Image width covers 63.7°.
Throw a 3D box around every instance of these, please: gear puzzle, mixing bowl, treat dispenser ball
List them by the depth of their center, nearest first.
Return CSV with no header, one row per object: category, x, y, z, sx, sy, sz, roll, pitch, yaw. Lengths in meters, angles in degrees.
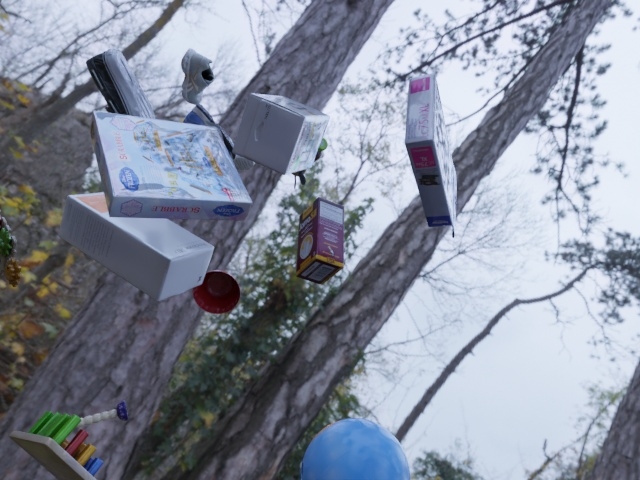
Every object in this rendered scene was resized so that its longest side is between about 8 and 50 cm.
treat dispenser ball,0.091,0.619,1.359,0.288,0.288,0.288,27,-30,17
gear puzzle,-0.999,0.013,1.575,0.339,0.044,0.175,51,-61,20
mixing bowl,-0.398,0.186,2.010,0.181,0.181,0.098,44,11,-14

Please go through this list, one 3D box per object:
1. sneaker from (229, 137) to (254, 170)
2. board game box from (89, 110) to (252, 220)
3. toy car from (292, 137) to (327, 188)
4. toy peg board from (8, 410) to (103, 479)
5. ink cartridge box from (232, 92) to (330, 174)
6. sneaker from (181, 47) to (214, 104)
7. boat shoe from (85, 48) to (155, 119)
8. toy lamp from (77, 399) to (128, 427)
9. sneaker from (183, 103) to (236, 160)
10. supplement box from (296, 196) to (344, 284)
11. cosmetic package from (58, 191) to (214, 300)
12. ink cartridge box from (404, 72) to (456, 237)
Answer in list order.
sneaker,-0.393,-0.367,2.040,0.366,0.150,0.135,9,-8,36
board game box,-0.364,-0.179,1.243,0.065,0.318,0.318,-61,-137,35
toy car,-0.067,-0.294,1.981,0.149,0.188,0.155,11,-13,-24
toy peg board,-0.520,0.425,1.059,0.161,0.079,0.160,-9,-57,37
ink cartridge box,-0.123,-0.351,1.688,0.197,0.270,0.198,25,-70,11
sneaker,-0.482,-0.631,2.057,0.121,0.099,0.262,24,-30,4
boat shoe,-0.629,-0.441,1.650,0.119,0.121,0.335,-10,-56,9
toy lamp,-0.776,0.593,1.678,0.080,0.275,0.080,34,-51,57
sneaker,-0.349,-0.334,1.649,0.211,0.081,0.080,50,6,-29
supplement box,0.000,0.000,1.290,0.081,0.188,0.104,20,-39,-25
cosmetic package,-0.614,0.003,1.719,0.454,0.230,0.161,29,-70,17
ink cartridge box,0.236,-0.162,1.074,0.065,0.185,0.311,-6,-36,22
